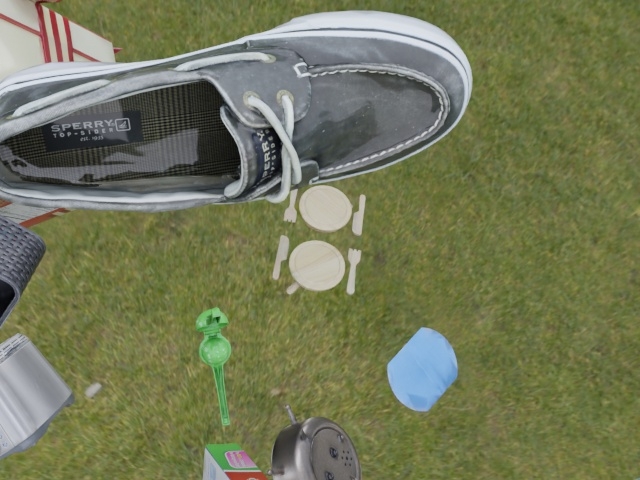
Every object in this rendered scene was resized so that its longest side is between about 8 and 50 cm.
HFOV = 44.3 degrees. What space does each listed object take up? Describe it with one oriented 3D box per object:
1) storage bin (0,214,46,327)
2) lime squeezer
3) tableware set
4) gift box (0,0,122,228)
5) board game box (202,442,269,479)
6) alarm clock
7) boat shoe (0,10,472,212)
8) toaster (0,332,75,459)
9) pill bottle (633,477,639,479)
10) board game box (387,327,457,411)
[{"bbox_3d":[-0.409,0.019,0.850,0.180,0.122,0.084,31,34,-19],"label":"storage bin"},{"bbox_3d":[-0.175,0.189,1.362,0.059,0.310,0.110,-21,49,-24],"label":"lime squeezer"},{"bbox_3d":[0.000,0.000,1.246,0.128,0.039,0.194,12,58,-4],"label":"tableware set"},{"bbox_3d":[-0.393,-0.177,1.023,0.276,0.255,0.258,-17,77,17],"label":"gift box"},{"bbox_3d":[-0.130,0.509,1.314,0.064,0.316,0.242,2,96,-24],"label":"board game box"},{"bbox_3d":[0.012,0.308,1.027,0.192,0.064,0.129,49,34,-26],"label":"alarm clock"},{"bbox_3d":[-0.053,-0.067,0.517,0.335,0.121,0.119,-11,32,-6],"label":"boat shoe"},{"bbox_3d":[-0.484,0.242,1.221,0.129,0.227,0.146,-31,98,11],"label":"toaster"},{"bbox_3d":[0.638,0.427,1.295,0.146,0.264,0.146,25,43,-26],"label":"pill bottle"},{"bbox_3d":[0.204,0.266,1.618,0.169,0.033,0.133,-43,102,-24],"label":"board game box"}]
